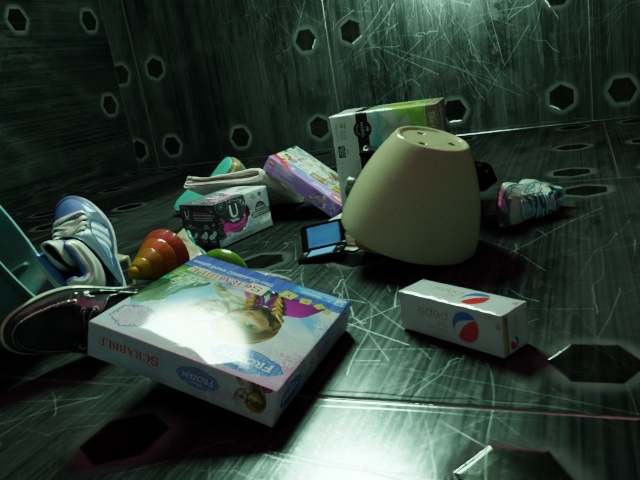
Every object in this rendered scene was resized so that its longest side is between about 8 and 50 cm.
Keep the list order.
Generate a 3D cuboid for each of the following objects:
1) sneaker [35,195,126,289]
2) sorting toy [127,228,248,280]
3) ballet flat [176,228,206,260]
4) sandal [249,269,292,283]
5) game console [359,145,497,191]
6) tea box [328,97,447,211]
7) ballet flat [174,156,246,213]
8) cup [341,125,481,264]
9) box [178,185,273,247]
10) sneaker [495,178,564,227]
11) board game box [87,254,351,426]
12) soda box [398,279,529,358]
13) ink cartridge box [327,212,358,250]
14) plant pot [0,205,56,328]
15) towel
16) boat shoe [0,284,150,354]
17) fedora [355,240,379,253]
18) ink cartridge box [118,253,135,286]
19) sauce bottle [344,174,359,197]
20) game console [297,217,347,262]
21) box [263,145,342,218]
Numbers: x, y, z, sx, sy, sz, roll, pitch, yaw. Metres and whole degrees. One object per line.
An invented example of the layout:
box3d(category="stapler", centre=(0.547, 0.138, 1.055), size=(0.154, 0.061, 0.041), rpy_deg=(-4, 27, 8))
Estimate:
box3d(category="sneaker", centre=(-0.559, 0.000, 1.387), size=(0.130, 0.322, 0.236), rpy_deg=(-27, -18, -3))
box3d(category="sorting toy", centre=(-0.244, 0.087, 1.248), size=(0.366, 0.127, 0.126), rpy_deg=(18, 24, 17))
box3d(category="ballet flat", centre=(-0.366, 0.041, 1.622), size=(0.106, 0.107, 0.316), rpy_deg=(-22, 17, -15))
box3d(category="sandal", centre=(-0.198, 0.097, 1.376), size=(0.265, 0.076, 0.102), rpy_deg=(10, -3, -6))
box3d(category="game console", centre=(0.282, -0.195, 1.635), size=(0.361, 0.044, 0.213), rpy_deg=(13, -3, 7))
box3d(category="tea box", centre=(0.225, -0.246, 1.870), size=(0.324, 0.329, 0.220), rpy_deg=(-5, 15, 17))
box3d(category="ballet flat", centre=(-0.415, -0.192, 2.385), size=(0.342, 0.124, 0.116), rpy_deg=(-38, 48, 21))
box3d(category="cup", centre=(0.231, -0.126, 1.420), size=(0.331, 0.237, 0.331), rpy_deg=(9, 26, -4))
box3d(category="box", centre=(-0.294, -0.082, 1.939), size=(0.163, 0.142, 0.247), rpy_deg=(2, 19, 37))
box3d(category="sneaker", centre=(0.549, -0.106, 1.597), size=(0.122, 0.110, 0.283), rpy_deg=(8, 23, 38))
box3d(category="board game box", centre=(-0.150, 0.142, 1.017), size=(0.319, 0.066, 0.318), rpy_deg=(16, 23, 16))
box3d(category="soda box", centre=(0.232, 0.124, 1.015), size=(0.069, 0.074, 0.216), rpy_deg=(-20, 19, -36))
box3d(category="ink cartridge box", centre=(0.086, -0.031, 1.673), size=(0.115, 0.067, 0.198), rpy_deg=(1, 18, 30))
box3d(category="plant pot", centre=(-0.756, 0.091, 1.196), size=(0.334, 0.341, 0.341), rpy_deg=(-34, 21, -10))
box3d(category="towel", centre=(-0.266, -0.182, 2.193), size=(0.317, 0.053, 0.332), rpy_deg=(-3, -10, 23))
box3d(category="boat shoe", centre=(-0.416, 0.156, 1.173), size=(0.340, 0.127, 0.113), rpy_deg=(-1, 9, -43))
box3d(category="fedora", centre=(0.145, -0.018, 1.527), size=(0.194, 0.079, 0.194), rpy_deg=(9, 25, -4))
box3d(category="ink cartridge box", centre=(-0.633, 0.096, 1.603), size=(0.235, 0.088, 0.193), rpy_deg=(5, 20, 40))
box3d(category="sauce bottle", centre=(0.239, -0.127, 1.720), size=(0.344, 0.111, 0.111), rpy_deg=(13, 23, 21))
box3d(category="game console", centre=(0.000, 0.000, 1.579), size=(0.122, 0.071, 0.107), rpy_deg=(-13, 13, 18))
box3d(category="box", centre=(-0.022, -0.201, 2.060), size=(0.293, 0.057, 0.201), rpy_deg=(36, 29, 11))
